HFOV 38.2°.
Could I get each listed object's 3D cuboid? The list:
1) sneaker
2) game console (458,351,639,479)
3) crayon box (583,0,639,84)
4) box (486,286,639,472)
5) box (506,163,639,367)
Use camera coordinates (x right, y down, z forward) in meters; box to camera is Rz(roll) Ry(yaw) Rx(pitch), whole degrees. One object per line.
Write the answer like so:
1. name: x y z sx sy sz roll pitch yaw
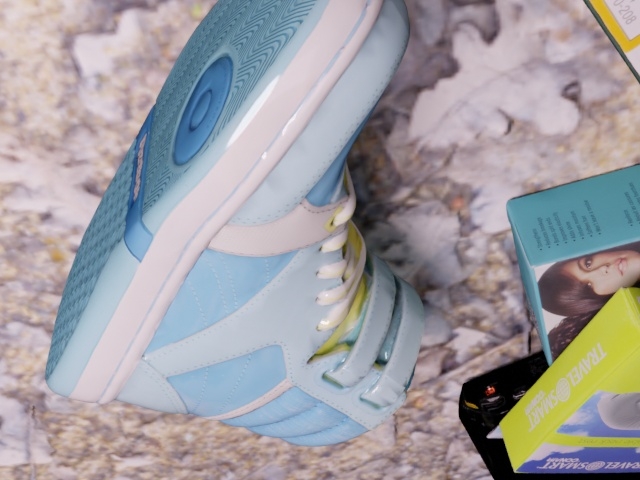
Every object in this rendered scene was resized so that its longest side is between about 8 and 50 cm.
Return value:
1. sneaker: 0.000 0.000 0.489 0.208 0.127 0.319 21 137 -22
2. game console: 0.295 0.114 0.686 0.361 0.044 0.213 -24 133 16
3. crayon box: 0.262 -0.178 0.379 0.323 0.083 0.203 -32 128 22
4. box: 0.191 0.098 0.578 0.109 0.042 0.178 5 140 -19
5. box: 0.244 -0.003 0.555 0.244 0.060 0.100 -16 133 8
